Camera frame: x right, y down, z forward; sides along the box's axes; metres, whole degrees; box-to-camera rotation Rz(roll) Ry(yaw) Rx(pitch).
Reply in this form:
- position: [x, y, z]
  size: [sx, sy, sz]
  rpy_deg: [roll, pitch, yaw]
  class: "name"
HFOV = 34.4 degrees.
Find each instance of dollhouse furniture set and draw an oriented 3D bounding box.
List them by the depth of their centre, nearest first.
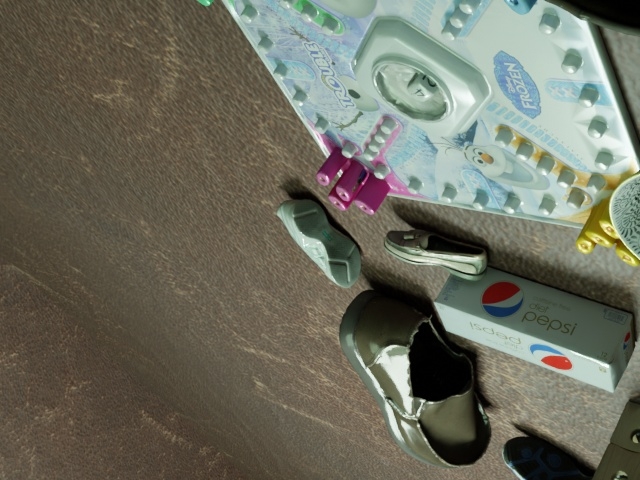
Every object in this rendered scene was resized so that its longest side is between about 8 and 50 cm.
- position: [0.451, 0.302, 1.255]
  size: [0.184, 0.129, 0.129]
  rpy_deg: [10, 149, 43]
  class: "dollhouse furniture set"

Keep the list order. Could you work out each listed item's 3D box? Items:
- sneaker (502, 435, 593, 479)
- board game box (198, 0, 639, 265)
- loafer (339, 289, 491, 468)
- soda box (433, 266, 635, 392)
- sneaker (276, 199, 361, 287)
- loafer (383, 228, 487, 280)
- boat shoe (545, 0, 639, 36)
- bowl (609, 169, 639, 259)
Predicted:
- position: [0.366, 0.377, 1.588]
  size: [0.211, 0.080, 0.081]
  rpy_deg: [34, 155, 1]
  class: "sneaker"
- position: [0.083, -0.136, 0.946]
  size: [0.390, 0.050, 0.390]
  rpy_deg: [12, 150, 40]
  class: "board game box"
- position: [0.157, 0.219, 1.466]
  size: [0.130, 0.133, 0.366]
  rpy_deg: [9, 148, 45]
  class: "loafer"
- position: [0.244, 0.094, 1.182]
  size: [0.216, 0.069, 0.074]
  rpy_deg: [20, 155, 30]
  class: "soda box"
- position: [0.000, 0.000, 1.345]
  size: [0.061, 0.053, 0.152]
  rpy_deg: [16, 148, 55]
  class: "sneaker"
- position: [0.134, 0.007, 1.194]
  size: [0.125, 0.045, 0.039]
  rpy_deg: [19, 138, 16]
  class: "loafer"
- position: [0.089, -0.231, 0.632]
  size: [0.356, 0.130, 0.132]
  rpy_deg: [25, 155, 18]
  class: "boat shoe"
- position: [0.322, -0.029, 0.809]
  size: [0.170, 0.080, 0.170]
  rpy_deg: [27, 158, 12]
  class: "bowl"
